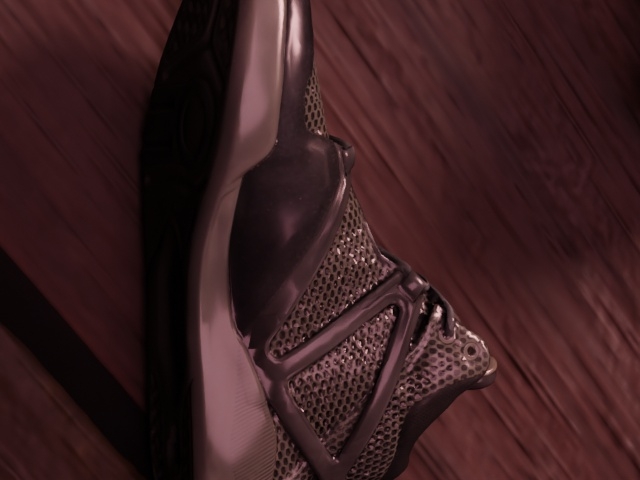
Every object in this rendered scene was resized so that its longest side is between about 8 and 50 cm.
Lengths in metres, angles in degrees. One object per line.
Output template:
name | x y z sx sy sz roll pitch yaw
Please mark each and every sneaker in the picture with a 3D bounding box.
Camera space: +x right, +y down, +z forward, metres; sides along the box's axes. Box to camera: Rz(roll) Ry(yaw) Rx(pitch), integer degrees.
sneaker | 0.000 0.000 0.552 0.130 0.087 0.228 -5 100 -26
